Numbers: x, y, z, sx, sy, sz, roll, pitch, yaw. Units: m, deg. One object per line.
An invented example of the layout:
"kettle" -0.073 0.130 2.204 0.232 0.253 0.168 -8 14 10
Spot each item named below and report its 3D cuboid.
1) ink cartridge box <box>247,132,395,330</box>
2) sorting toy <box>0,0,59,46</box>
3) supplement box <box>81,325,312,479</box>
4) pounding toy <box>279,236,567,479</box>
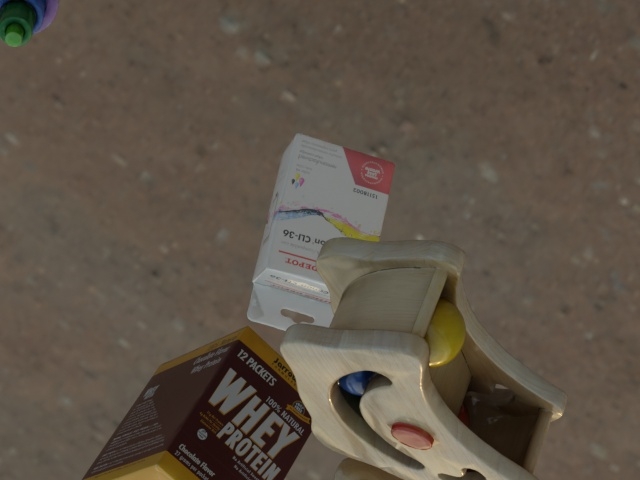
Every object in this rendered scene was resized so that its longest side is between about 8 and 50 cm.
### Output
"ink cartridge box" 0.000 0.000 1.700 0.115 0.198 0.067 16 161 -11
"sorting toy" -0.395 -0.230 1.316 0.365 0.126 0.127 17 120 -16
"supplement box" -0.128 0.222 1.718 0.129 0.194 0.191 44 143 -16
"pounding toy" 0.061 0.128 1.018 0.154 0.155 0.269 13 152 19
